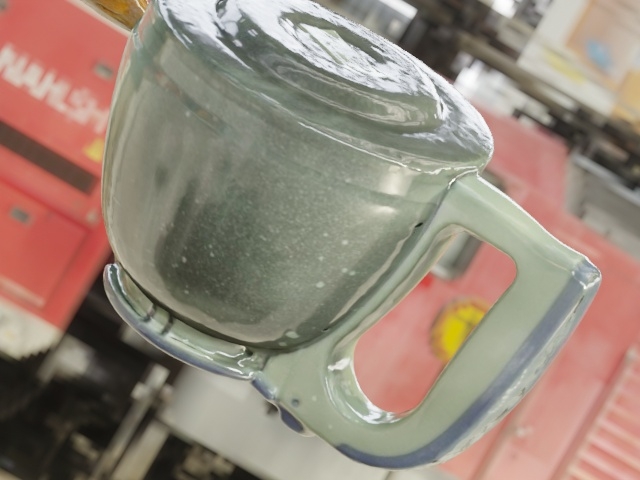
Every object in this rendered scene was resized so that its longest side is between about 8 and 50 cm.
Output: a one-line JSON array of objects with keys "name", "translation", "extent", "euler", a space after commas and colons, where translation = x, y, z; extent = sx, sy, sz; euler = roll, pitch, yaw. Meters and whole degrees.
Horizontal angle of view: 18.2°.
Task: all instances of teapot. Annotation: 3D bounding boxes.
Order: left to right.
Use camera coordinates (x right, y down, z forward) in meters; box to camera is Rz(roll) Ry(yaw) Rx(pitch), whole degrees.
[{"name": "teapot", "translation": [-0.001, -0.005, 0.600], "extent": [0.149, 0.108, 0.111], "euler": [25, 23, -6]}]

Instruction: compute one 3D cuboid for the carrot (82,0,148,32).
[{"name": "carrot", "translation": [-0.163, -0.179, 0.855], "extent": [0.257, 0.061, 0.061], "euler": [38, -2, -2]}]
